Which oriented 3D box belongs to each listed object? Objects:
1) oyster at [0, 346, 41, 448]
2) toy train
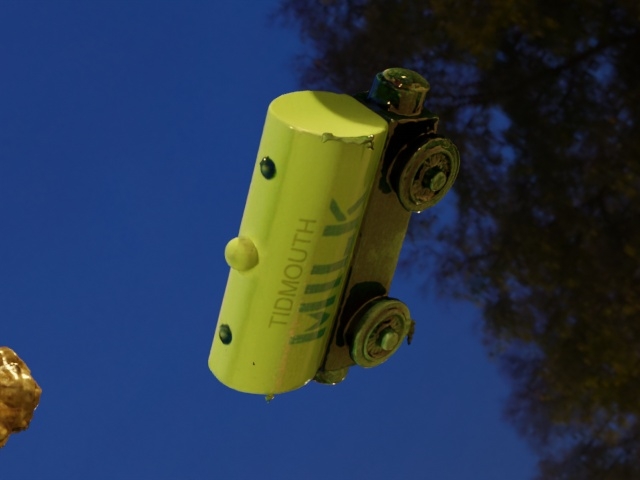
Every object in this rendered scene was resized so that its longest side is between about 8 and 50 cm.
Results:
[{"bbox_3d":[-0.453,0.179,1.169,0.345,0.128,0.078,-10,-23,-18],"label":"oyster"},{"bbox_3d":[0.000,0.000,0.824,0.157,0.105,0.253,-10,-52,-39],"label":"toy train"}]
